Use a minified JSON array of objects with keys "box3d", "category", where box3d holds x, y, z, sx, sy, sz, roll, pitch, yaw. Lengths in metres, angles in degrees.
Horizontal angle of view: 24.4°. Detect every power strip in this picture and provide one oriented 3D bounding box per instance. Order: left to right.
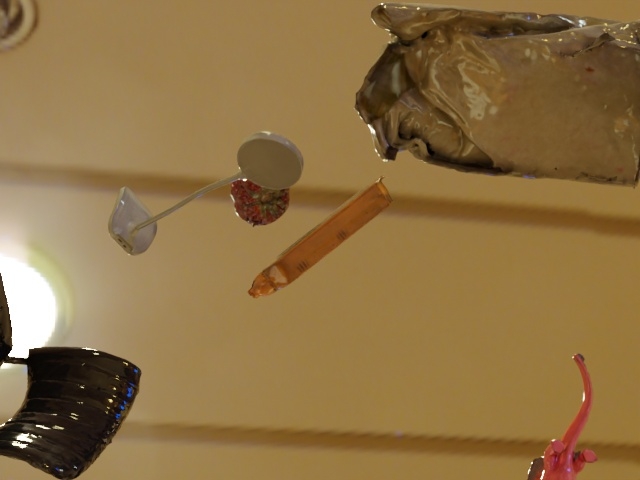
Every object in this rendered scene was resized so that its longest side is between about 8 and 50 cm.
[{"box3d":[0.000,0.000,1.460,0.178,0.049,0.028,-38,-85,0],"category":"power strip"}]

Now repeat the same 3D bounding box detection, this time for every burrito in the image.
[{"box3d":[0.204,-0.175,1.649,0.332,0.135,0.190,6,-64,-3],"category":"burrito"}]

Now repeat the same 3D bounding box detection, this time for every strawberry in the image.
[{"box3d":[-0.070,-0.057,1.677,0.073,0.083,0.073,-7,-64,-14],"category":"strawberry"}]

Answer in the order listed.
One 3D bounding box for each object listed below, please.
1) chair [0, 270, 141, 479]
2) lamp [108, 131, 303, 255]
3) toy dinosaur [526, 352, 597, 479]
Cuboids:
[{"box3d":[-0.250,0.070,1.013,0.221,0.140,0.145,8,-56,20],"category":"chair"},{"box3d":[-0.088,-0.044,1.140,0.198,0.056,0.050,-23,-59,37],"category":"lamp"},{"box3d":[0.309,0.303,1.971,0.070,0.286,0.139,14,-23,-12],"category":"toy dinosaur"}]
